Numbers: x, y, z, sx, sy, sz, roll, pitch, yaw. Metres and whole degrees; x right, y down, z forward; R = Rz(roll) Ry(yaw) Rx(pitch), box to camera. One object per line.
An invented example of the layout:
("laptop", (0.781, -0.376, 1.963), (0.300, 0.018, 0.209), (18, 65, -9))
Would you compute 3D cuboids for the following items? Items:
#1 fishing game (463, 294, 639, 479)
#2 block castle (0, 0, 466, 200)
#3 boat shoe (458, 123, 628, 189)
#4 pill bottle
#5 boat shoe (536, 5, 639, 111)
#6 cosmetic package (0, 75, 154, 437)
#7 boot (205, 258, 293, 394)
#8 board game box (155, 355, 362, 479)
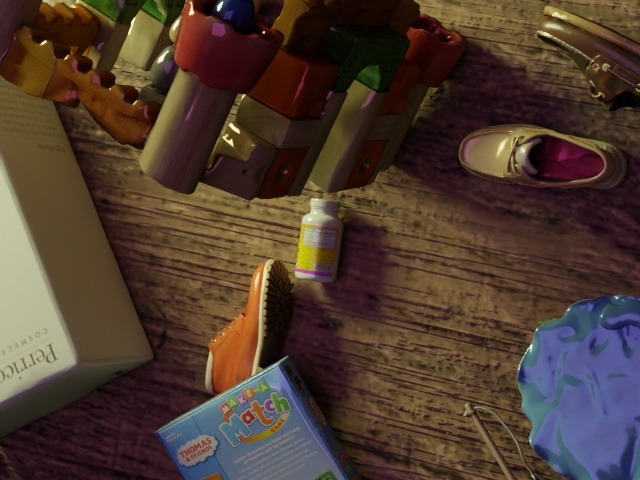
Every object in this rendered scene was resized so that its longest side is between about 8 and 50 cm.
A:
("fishing game", (0.277, 0.145, 1.775), (0.264, 0.041, 0.189), (-34, 76, 11))
("block castle", (-0.078, -0.207, 1.720), (0.303, 0.453, 0.213), (34, 109, 22))
("boat shoe", (0.209, -0.083, 1.799), (0.170, 0.059, 0.063), (5, 91, 24))
("pill bottle", (0.000, 0.000, 1.897), (0.043, 0.043, 0.083), (8, 91, 24))
("boat shoe", (0.290, -0.155, 1.758), (0.207, 0.073, 0.073), (28, 98, 22))
("cosmetic package", (-0.384, -0.029, 2.006), (0.230, 0.161, 0.453), (-28, 78, 21))
("boot", (-0.078, 0.093, 1.924), (0.085, 0.059, 0.158), (11, 94, 28))
("board game box", (-0.047, 0.245, 1.887), (0.160, 0.039, 0.211), (-30, 93, 20))
